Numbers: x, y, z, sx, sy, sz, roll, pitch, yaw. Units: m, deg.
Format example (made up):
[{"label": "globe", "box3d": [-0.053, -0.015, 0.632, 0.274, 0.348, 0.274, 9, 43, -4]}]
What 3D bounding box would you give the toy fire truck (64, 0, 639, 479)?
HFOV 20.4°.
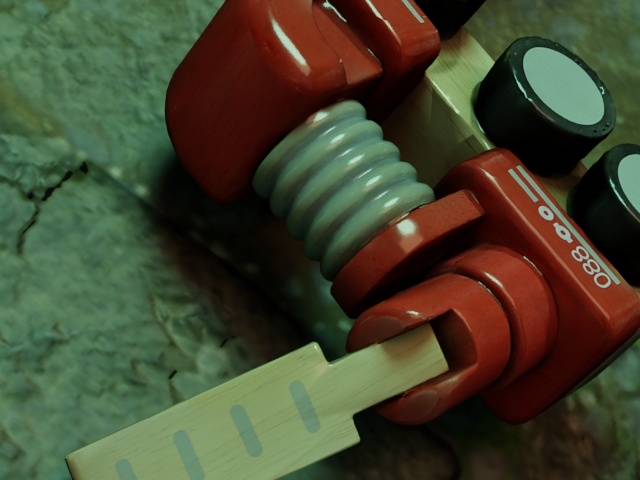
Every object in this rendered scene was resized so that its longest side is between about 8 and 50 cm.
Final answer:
[{"label": "toy fire truck", "box3d": [0.000, 0.000, 0.724, 0.217, 0.158, 0.246, 51, 39, 12]}]
